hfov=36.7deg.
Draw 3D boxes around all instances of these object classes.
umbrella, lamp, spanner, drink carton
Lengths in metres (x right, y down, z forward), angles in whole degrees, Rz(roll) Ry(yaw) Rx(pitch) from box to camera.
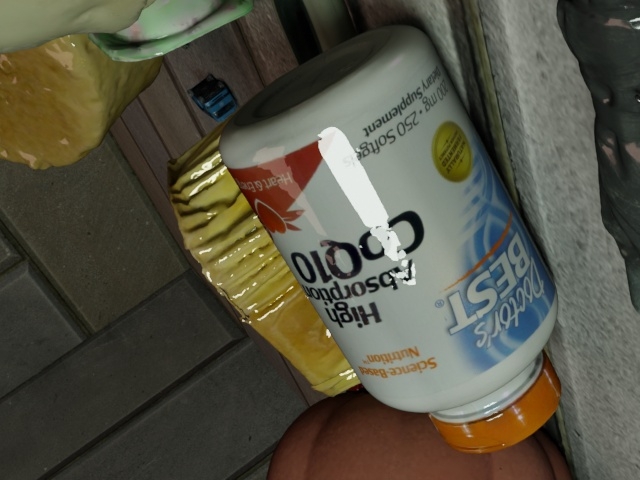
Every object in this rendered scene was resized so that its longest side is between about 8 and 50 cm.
[{"bbox_3d":[0.147,-0.047,0.427,0.066,0.059,0.236,-103,-9,-45],"label":"umbrella"},{"bbox_3d":[0.095,0.232,0.951,0.305,0.305,0.240,103,170,-75],"label":"lamp"},{"bbox_3d":[-0.017,-0.199,0.699,0.095,0.040,0.325,46,167,35],"label":"spanner"},{"bbox_3d":[-0.165,-0.265,0.886,0.146,0.144,0.142,43,157,46],"label":"drink carton"}]

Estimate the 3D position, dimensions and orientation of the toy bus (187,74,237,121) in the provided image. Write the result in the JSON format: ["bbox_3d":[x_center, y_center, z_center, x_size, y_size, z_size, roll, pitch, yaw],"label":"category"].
[{"bbox_3d":[-0.140,-0.184,1.255,0.046,0.038,0.083,56,171,-30],"label":"toy bus"}]

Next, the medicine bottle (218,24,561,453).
[{"bbox_3d":[0.065,0.010,0.670,0.289,0.157,0.157,59,168,-19],"label":"medicine bottle"}]

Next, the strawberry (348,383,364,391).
[{"bbox_3d":[0.103,0.207,1.225,0.174,0.098,0.228,39,160,57],"label":"strawberry"}]

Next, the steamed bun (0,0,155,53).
[{"bbox_3d":[-0.145,-0.265,0.518,0.309,0.219,0.324,-23,72,42],"label":"steamed bun"}]

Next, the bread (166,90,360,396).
[{"bbox_3d":[0.000,0.000,0.869,0.288,0.156,0.204,51,-171,-32],"label":"bread"}]

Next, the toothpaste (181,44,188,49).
[{"bbox_3d":[-0.218,-0.309,1.266,0.140,0.021,0.037,55,174,-12],"label":"toothpaste"}]

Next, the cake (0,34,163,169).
[{"bbox_3d":[-0.312,-0.295,1.109,0.332,0.321,0.332,18,144,13],"label":"cake"}]
